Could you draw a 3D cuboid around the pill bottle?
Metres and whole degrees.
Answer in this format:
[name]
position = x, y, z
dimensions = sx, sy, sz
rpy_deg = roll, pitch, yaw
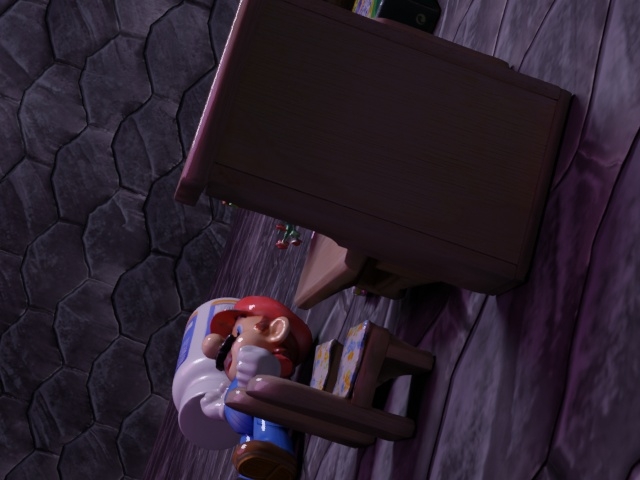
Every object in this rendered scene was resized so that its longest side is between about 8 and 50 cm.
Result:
[pill bottle]
position = -0.161, 0.220, 1.902
dimensions = 0.272, 0.152, 0.152
rpy_deg = -88, 19, -63

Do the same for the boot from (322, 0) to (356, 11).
[boot]
position = 0.035, -0.325, 1.864
dimensions = 0.229, 0.091, 0.263
rpy_deg = -32, -24, -39

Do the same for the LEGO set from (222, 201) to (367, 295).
[LEGO set]
position = 0.000, 0.000, 1.293
dimensions = 0.287, 0.132, 0.107
rpy_deg = 17, -99, -65

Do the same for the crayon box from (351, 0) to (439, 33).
[crayon box]
position = 0.083, -0.289, 1.681
dimensions = 0.323, 0.083, 0.203
rpy_deg = -89, 20, -67

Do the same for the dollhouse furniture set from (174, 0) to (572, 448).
[dollhouse furniture set]
position = 0.005, -0.037, 1.012
dimensions = 0.394, 0.256, 0.362
rpy_deg = 136, 152, -73

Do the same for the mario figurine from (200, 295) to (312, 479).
[mario figurine]
position = -0.110, 0.197, 1.524
dimensions = 0.198, 0.170, 0.320
rpy_deg = -30, 35, 21
